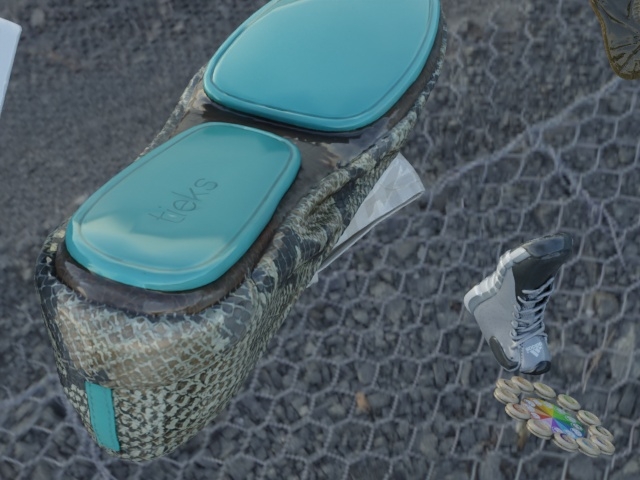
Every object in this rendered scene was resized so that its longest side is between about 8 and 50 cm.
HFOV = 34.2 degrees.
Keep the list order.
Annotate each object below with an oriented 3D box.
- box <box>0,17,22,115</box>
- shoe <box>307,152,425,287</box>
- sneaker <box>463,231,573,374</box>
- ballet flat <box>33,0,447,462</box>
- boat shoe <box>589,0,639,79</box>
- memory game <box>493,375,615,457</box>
[{"bbox_3d":[-0.271,-0.046,0.540,0.181,0.119,0.181,19,52,-24],"label":"box"},{"bbox_3d":[0.000,0.000,0.911,0.219,0.076,0.058,-41,87,-9],"label":"shoe"},{"bbox_3d":[0.248,0.084,1.200,0.086,0.228,0.132,-13,72,-16],"label":"sneaker"},{"bbox_3d":[-0.039,-0.036,0.726,0.164,0.182,0.483,18,39,12],"label":"ballet flat"},{"bbox_3d":[0.296,-0.236,1.022,0.056,0.152,0.049,-4,22,24],"label":"boat shoe"},{"bbox_3d":[0.329,0.245,1.465,0.186,0.186,0.012,32,110,24],"label":"memory game"}]
